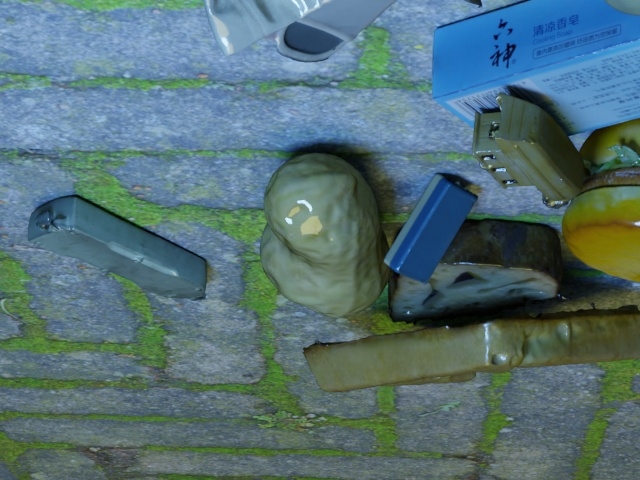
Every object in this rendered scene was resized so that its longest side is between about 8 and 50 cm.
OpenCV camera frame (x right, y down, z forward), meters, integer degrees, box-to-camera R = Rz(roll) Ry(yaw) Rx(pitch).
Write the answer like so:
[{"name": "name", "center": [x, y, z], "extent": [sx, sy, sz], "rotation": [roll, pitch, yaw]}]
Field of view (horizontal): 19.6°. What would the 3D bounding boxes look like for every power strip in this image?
[{"name": "power strip", "center": [-0.239, 0.015, 2.271], "extent": [0.080, 0.048, 0.286], "rotation": [-13, 153, 37]}, {"name": "power strip", "center": [0.125, -0.014, 2.094], "extent": [0.056, 0.123, 0.032], "rotation": [22, -168, -43]}]

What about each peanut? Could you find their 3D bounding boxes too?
[{"name": "peanut", "center": [0.000, 0.000, 2.099], "extent": [0.148, 0.147, 0.319], "rotation": [-1, 159, 8]}]

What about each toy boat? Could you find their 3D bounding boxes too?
[{"name": "toy boat", "center": [0.198, -0.082, 1.782], "extent": [0.077, 0.057, 0.200], "rotation": [-4, 159, 25]}]

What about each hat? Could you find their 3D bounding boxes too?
[{"name": "hat", "center": [0.025, -0.246, 1.603], "extent": [0.219, 0.164, 0.226], "rotation": [-16, -170, 36]}]

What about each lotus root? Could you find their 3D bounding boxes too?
[{"name": "lotus root", "center": [0.168, 0.036, 2.248], "extent": [0.261, 0.074, 0.170], "rotation": [-9, 154, 29]}]

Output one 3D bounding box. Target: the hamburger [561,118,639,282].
[{"name": "hamburger", "center": [0.363, -0.055, 1.891], "extent": [0.246, 0.170, 0.246], "rotation": [11, 166, 3]}]

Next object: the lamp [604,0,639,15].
[{"name": "lamp", "center": [0.314, -0.244, 1.572], "extent": [0.163, 0.091, 0.091], "rotation": [-10, 157, -5]}]

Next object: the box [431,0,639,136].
[{"name": "box", "center": [0.238, -0.167, 1.750], "extent": [0.232, 0.083, 0.142], "rotation": [-15, 151, 33]}]

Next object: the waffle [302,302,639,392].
[{"name": "waffle", "center": [0.190, 0.138, 2.351], "extent": [0.304, 0.077, 0.348], "rotation": [-2, 173, -43]}]
